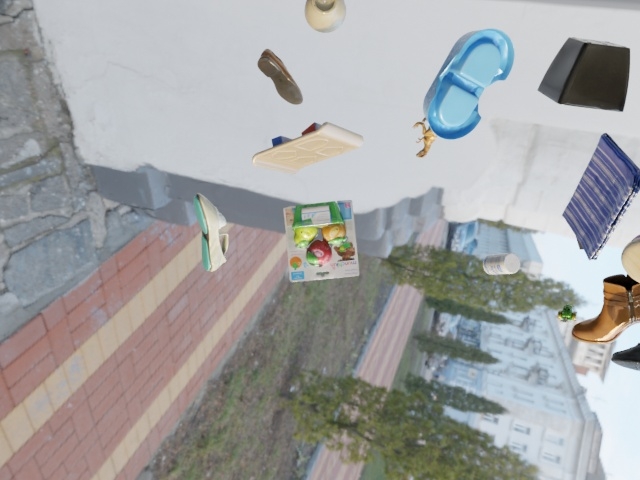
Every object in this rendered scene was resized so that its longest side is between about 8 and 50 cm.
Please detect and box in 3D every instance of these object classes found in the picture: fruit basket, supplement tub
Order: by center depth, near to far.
[{"bbox_3d":[0.609,0.079,1.708,0.107,0.070,0.071,-15,-124,68],"label":"supplement tub"},{"bbox_3d":[0.000,0.000,2.309,0.165,0.326,0.354,53,32,-77],"label":"fruit basket"}]

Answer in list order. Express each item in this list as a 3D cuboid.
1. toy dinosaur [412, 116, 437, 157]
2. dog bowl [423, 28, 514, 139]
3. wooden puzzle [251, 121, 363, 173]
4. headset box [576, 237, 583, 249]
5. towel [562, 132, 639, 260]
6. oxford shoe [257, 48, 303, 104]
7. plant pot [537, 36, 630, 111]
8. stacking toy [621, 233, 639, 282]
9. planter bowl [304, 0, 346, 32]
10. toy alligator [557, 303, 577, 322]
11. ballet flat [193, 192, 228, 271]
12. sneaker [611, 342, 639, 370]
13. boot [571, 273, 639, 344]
[{"bbox_3d":[0.378,-0.375,1.697,0.064,0.112,0.212,-21,150,-36],"label":"toy dinosaur"},{"bbox_3d":[0.385,-0.420,1.352,0.297,0.165,0.074,-61,-153,23],"label":"dog bowl"},{"bbox_3d":[-0.049,-0.367,1.957,0.322,0.347,0.081,-1,74,-59],"label":"wooden puzzle"},{"bbox_3d":[1.006,-0.008,1.925,0.083,0.032,0.062,-34,108,-35],"label":"headset box"},{"bbox_3d":[0.865,-0.134,1.578,0.243,0.040,0.336,-94,-173,-48],"label":"towel"},{"bbox_3d":[-0.117,-0.528,1.629,0.212,0.076,0.076,47,42,-43],"label":"oxford shoe"},{"bbox_3d":[0.768,-0.482,1.450,0.188,0.187,0.167,-86,-176,-61],"label":"plant pot"},{"bbox_3d":[0.930,-0.016,1.346,0.330,0.141,0.141,-35,140,-34],"label":"stacking toy"},{"bbox_3d":[0.018,-0.879,1.897,0.109,0.161,0.162,-75,177,-86],"label":"planter bowl"},{"bbox_3d":[0.830,0.243,1.703,0.189,0.056,0.052,6,86,-60],"label":"toy alligator"},{"bbox_3d":[-0.299,-0.027,1.409,0.086,0.086,0.249,-55,153,-51],"label":"ballet flat"},{"bbox_3d":[0.996,0.297,1.431,0.330,0.122,0.147,-25,-134,54],"label":"sneaker"},{"bbox_3d":[0.922,0.216,1.601,0.220,0.283,0.109,56,40,-26],"label":"boot"}]
